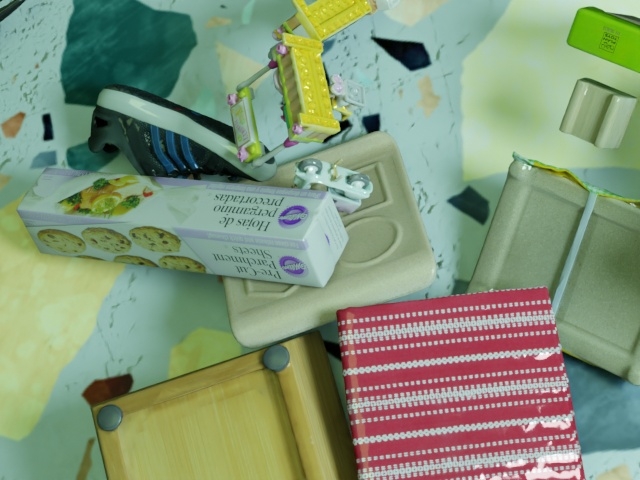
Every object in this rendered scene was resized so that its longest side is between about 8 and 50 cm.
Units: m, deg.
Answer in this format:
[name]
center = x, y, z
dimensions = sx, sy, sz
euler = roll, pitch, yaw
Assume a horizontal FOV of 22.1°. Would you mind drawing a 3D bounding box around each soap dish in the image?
[soap dish]
center = -0.074, 0.240, 1.445
dimensions = 0.229, 0.118, 0.290
euler = -19, 69, 5

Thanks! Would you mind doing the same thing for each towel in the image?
[towel]
center = 0.126, 0.183, 1.409
dimensions = 0.199, 0.031, 0.274
euler = -6, 77, -10

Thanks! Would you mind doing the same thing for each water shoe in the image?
[water shoe]
center = -0.134, -0.085, 1.601
dimensions = 0.203, 0.073, 0.080
euler = 25, 103, 22

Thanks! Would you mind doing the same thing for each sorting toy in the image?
[sorting toy]
center = 0.000, 0.000, 1.524
dimensions = 0.193, 0.038, 0.208
euler = -20, 42, 5

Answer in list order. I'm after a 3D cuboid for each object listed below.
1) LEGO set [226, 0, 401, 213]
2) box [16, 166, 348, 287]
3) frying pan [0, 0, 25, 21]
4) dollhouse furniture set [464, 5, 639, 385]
[LEGO set]
center = -0.014, -0.157, 1.552
dimensions = 0.107, 0.132, 0.287
euler = -31, 40, 42
[box]
center = -0.133, -0.015, 1.521
dimensions = 0.324, 0.067, 0.063
euler = 7, 50, 28
[frying pan]
center = -0.462, -0.174, 1.699
dimensions = 0.197, 0.053, 0.326
euler = 33, 79, 20
[dollhouse furniture set]
center = 0.285, -0.041, 1.492
dimensions = 0.198, 0.151, 0.301
euler = 26, 108, 25
